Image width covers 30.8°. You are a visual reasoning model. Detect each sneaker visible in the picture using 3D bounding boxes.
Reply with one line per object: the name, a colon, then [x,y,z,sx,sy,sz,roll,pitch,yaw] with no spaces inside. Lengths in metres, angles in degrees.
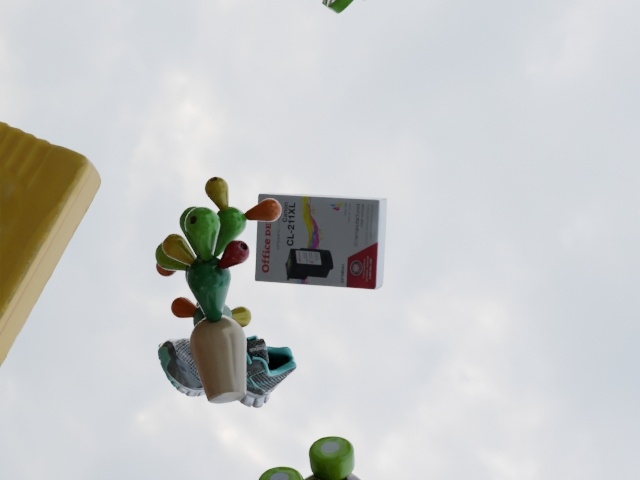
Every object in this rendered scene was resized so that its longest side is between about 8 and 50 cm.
sneaker: [-0.089,0.117,1.156,0.076,0.166,0.065,-38,-122,25]

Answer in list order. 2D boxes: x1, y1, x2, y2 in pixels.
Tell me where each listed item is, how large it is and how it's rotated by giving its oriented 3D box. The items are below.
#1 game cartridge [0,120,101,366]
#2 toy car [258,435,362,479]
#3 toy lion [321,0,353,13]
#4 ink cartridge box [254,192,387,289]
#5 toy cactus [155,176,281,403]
game cartridge: [-0.343,0.014,0.727,0.324,0.285,0.052,22,-15,14]
toy car: [0.036,0.330,1.249,0.188,0.149,0.155,22,-53,43]
toy lion: [0.031,-0.278,1.246,0.034,0.100,0.096,34,-41,-17]
ink cartridge box: [0.000,0.000,1.628,0.175,0.072,0.127,3,-86,12]
toy cactus: [-0.088,0.054,1.032,0.219,0.112,0.180,120,-38,-61]
